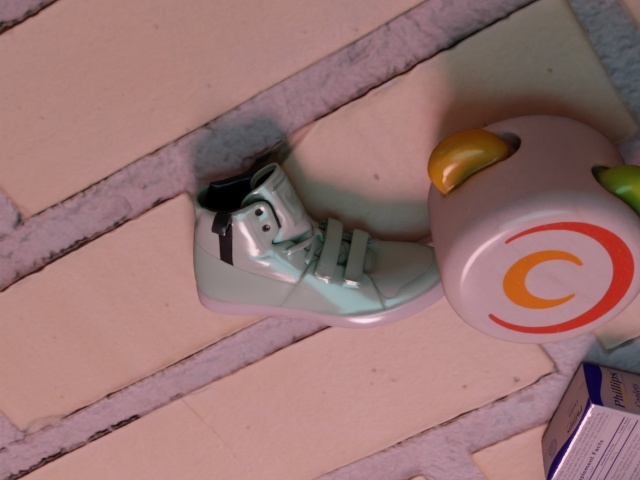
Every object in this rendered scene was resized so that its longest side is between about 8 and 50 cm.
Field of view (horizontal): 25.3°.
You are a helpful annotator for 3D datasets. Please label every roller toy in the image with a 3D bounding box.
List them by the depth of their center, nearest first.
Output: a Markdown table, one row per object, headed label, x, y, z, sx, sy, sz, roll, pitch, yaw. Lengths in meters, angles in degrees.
| label | x | y | z | sx | sy | sz | roll | pitch | yaw |
| --- | --- | --- | --- | --- | --- | --- | --- | --- | --- |
| roller toy | 0.196 | -0.014 | 1.315 | 0.209 | 0.146 | 0.191 | 1 | 134 | -7 |

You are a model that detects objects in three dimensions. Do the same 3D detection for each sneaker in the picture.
| label | x | y | z | sx | sy | sz | roll | pitch | yaw |
| --- | --- | --- | --- | --- | --- | --- | --- | --- | --- |
| sneaker | -0.001 | 0.000 | 1.359 | 0.256 | 0.094 | 0.151 | -1 | 131 | 5 |

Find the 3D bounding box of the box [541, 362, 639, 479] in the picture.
| label | x | y | z | sx | sy | sz | roll | pitch | yaw |
| --- | --- | --- | --- | --- | --- | --- | --- | --- | --- |
| box | 0.320 | 0.208 | 1.512 | 0.137 | 0.072 | 0.126 | 14 | 125 | -9 |
